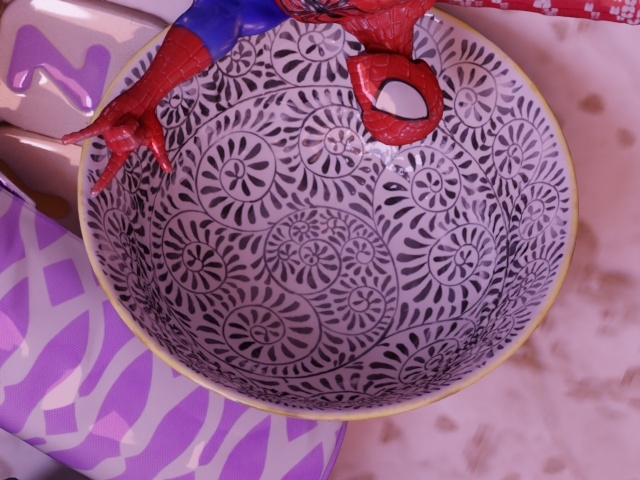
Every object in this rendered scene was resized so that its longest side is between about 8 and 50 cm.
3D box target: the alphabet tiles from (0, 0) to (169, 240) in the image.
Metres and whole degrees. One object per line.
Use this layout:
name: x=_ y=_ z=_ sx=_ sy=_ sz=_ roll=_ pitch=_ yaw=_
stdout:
alphabet tiles: x=-0.203 y=-0.040 z=0.744 sx=0.278 sy=0.021 sz=0.284 roll=16 pitch=117 yaw=-4

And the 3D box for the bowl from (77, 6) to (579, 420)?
bowl: x=0.000 y=0.000 z=0.697 sx=0.170 sy=0.170 sz=0.080 roll=9 pitch=151 yaw=-1

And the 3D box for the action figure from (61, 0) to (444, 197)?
action figure: x=-0.045 y=-0.129 z=0.591 sx=0.091 sy=0.139 sz=0.280 roll=-8 pitch=122 yaw=42

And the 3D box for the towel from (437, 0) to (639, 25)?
towel: x=0.069 y=-0.172 z=0.655 sx=0.275 sy=0.031 sz=0.198 roll=6 pitch=117 yaw=0

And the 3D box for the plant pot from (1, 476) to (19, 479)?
plant pot: x=-0.119 y=0.216 z=0.739 sx=0.293 sy=0.293 sz=0.196 roll=-43 pitch=87 yaw=21

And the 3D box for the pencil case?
pencil case: x=-0.085 y=0.040 z=0.733 sx=0.206 sy=0.086 sz=0.088 roll=34 pitch=79 yaw=-21
